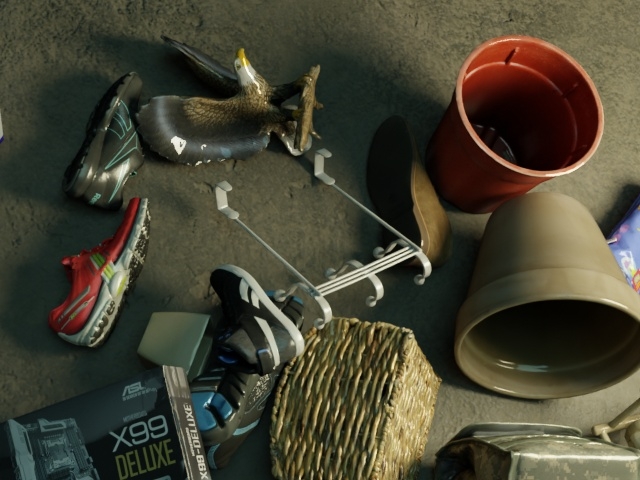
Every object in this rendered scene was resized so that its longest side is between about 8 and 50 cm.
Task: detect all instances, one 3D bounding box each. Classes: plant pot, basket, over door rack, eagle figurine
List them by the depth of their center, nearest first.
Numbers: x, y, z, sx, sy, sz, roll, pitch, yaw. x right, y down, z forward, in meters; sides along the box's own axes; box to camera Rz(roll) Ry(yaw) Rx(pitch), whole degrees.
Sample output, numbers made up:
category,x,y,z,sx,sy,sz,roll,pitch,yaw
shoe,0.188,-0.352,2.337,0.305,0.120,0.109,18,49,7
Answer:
category,x,y,z,sx,sy,sz,roll,pitch,yaw
plant pot,-0.237,0.173,1.565,0.096,0.109,0.109,17,66,7
basket,0.051,0.302,1.595,0.214,0.223,0.299,6,64,23
over door rack,0.000,0.000,1.660,0.240,0.108,0.324,-22,55,-32
plant pot,0.393,0.077,1.673,0.323,0.323,0.280,13,52,-10
eagle figurine,-0.151,-0.254,1.716,0.299,0.226,0.225,2,106,13
plant pot,0.327,-0.187,1.755,0.273,0.265,0.272,5,68,-13

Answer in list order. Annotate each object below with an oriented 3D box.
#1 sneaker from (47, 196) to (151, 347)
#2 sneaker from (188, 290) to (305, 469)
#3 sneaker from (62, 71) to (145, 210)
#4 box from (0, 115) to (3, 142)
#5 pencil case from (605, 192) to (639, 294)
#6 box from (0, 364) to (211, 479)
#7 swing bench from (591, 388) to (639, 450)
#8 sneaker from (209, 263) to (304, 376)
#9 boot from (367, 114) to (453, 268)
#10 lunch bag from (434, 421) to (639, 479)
category,x,y,z,sx,sy,sz,roll,pitch,yaw
sneaker,-0.363,0.036,1.584,0.118,0.107,0.279,19,64,3
sneaker,-0.129,0.218,1.574,0.125,0.139,0.340,17,45,19
sneaker,-0.359,-0.172,1.680,0.106,0.101,0.267,30,63,-26
box,-0.599,-0.208,1.591,0.126,0.137,0.072,34,65,0
pencil case,0.616,-0.008,1.840,0.306,0.119,0.133,-43,108,-25
box,-0.317,0.344,1.409,0.308,0.076,0.242,-20,74,15
swing bench,0.654,0.385,1.648,0.255,0.165,0.253,0,53,-27
sneaker,-0.137,0.125,1.512,0.121,0.079,0.217,-27,51,-32
boot,0.169,-0.087,1.786,0.115,0.112,0.305,12,60,-42
lunch bag,0.337,0.380,1.536,0.235,0.287,0.168,6,86,-16
